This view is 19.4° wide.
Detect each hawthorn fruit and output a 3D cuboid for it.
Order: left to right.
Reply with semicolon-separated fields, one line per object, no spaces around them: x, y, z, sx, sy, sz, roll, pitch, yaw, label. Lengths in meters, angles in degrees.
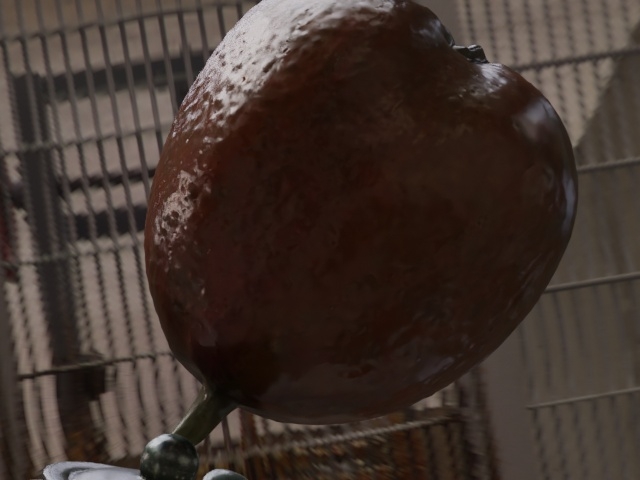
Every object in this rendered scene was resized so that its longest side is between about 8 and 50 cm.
0.000;0.000;0.889;0.199;0.199;0.251;38;-111;0;hawthorn fruit

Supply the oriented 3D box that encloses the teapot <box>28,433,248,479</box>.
-0.082;0.153;0.813;0.162;0.239;0.149;18;-87;18;teapot
